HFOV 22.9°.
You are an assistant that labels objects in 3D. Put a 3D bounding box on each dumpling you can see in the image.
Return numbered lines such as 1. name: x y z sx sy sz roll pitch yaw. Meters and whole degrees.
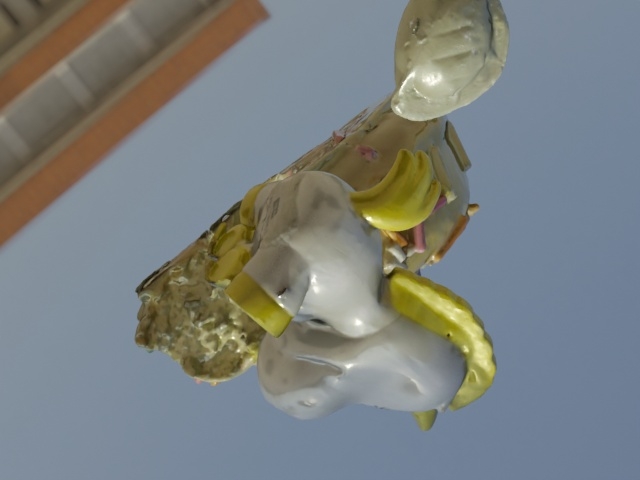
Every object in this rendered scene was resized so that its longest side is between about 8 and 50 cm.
1. dumpling: 0.066 -0.097 0.782 0.043 0.059 0.077 -19 -125 58

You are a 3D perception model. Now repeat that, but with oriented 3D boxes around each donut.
1. donut: 0.000 -0.002 1.487 0.307 0.150 0.371 -42 -174 -34

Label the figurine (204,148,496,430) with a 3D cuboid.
1. figurine: 0.020 0.042 0.843 0.129 0.178 0.109 -17 -151 9
